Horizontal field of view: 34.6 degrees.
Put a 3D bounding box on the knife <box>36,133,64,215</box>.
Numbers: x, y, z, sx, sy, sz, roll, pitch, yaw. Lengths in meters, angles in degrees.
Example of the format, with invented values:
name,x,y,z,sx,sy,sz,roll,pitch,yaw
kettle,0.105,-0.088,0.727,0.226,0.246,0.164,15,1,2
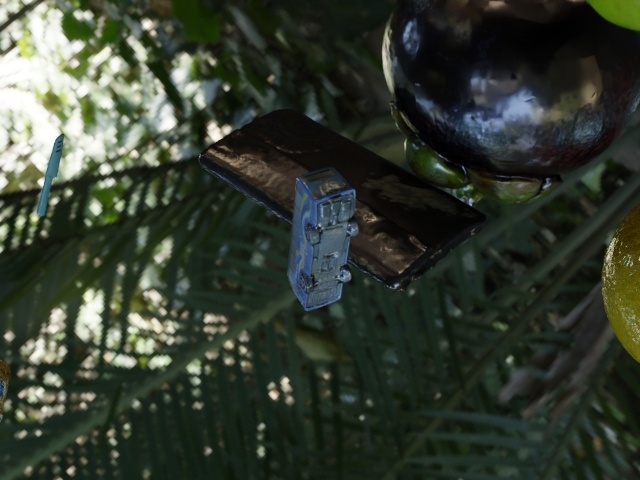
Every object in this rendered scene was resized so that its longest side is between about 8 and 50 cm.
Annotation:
name,x,y,z,sx,sy,sz,roll,pitch,yaw
knife,-0.284,-0.070,1.085,0.005,0.091,0.014,9,175,45

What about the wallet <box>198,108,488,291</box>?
name,x,y,z,sx,sy,sz,roll,pitch,yaw
wallet,0.023,-0.062,1.192,0.321,0.170,0.044,32,136,32

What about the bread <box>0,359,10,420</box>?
name,x,y,z,sx,sy,sz,roll,pitch,yaw
bread,-0.233,0.115,0.628,0.072,0.106,0.053,10,180,-3

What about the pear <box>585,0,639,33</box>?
name,x,y,z,sx,sy,sz,roll,pitch,yaw
pear,0.309,-0.342,0.703,0.165,0.399,0.399,39,175,-33

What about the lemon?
name,x,y,z,sx,sy,sz,roll,pitch,yaw
lemon,0.403,0.044,1.135,0.187,0.244,0.187,10,167,2

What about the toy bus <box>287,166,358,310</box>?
name,x,y,z,sx,sy,sz,roll,pitch,yaw
toy bus,0.000,0.000,1.006,0.061,0.051,0.153,57,153,36

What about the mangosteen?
name,x,y,z,sx,sy,sz,roll,pitch,yaw
mangosteen,0.219,-0.185,1.161,0.300,0.300,0.300,44,169,11
